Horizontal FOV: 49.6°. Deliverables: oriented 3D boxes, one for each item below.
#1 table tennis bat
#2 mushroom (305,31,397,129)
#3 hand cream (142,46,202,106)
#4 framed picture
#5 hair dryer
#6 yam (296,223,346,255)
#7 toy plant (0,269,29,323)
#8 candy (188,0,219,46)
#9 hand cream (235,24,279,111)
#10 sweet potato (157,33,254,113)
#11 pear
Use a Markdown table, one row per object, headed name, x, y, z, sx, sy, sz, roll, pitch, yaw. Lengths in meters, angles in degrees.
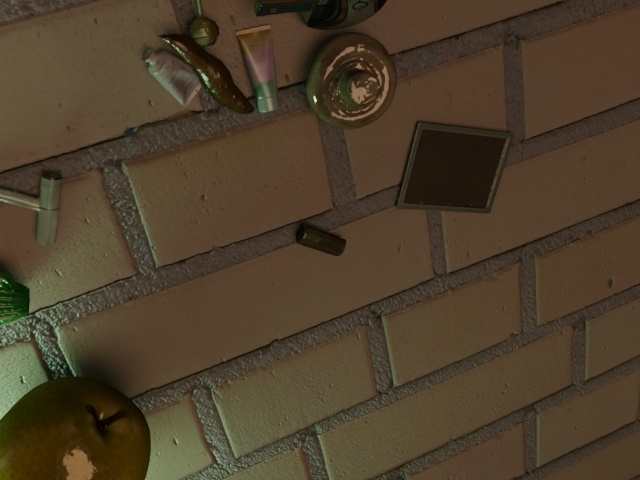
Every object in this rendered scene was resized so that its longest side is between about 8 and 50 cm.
| name | x | y | z | sx | sy | sz | roll | pitch | yaw |
| --- | --- | --- | --- | --- | --- | --- | --- | --- | --- |
| table tennis bat | 0.009 | -0.485 | 1.404 | 0.301 | 0.022 | 0.173 | -13 | 162 | -25 |
| mushroom | 0.080 | -0.342 | 1.482 | 0.207 | 0.209 | 0.206 | -3 | 94 | -38 |
| hand cream | -0.299 | -0.339 | 1.401 | 0.084 | 0.053 | 0.142 | -50 | 140 | 7 |
| framed picture | 0.346 | -0.183 | 1.785 | 0.297 | 0.019 | 0.232 | 3 | 114 | -25 |
| hair dryer | -0.625 | -0.071 | 1.399 | 0.183 | 0.044 | 0.154 | 5 | 113 | -21 |
| yam | 0.000 | 0.000 | 1.706 | 0.132 | 0.054 | 0.054 | 19 | 107 | -32 |
| toy plant | -0.726 | 0.135 | 1.431 | 0.241 | 0.088 | 0.154 | -18 | 137 | -7 |
| candy | -0.239 | -0.482 | 1.353 | 0.061 | 0.061 | 0.202 | -13 | 112 | -18 |
| hand cream | -0.126 | -0.362 | 1.467 | 0.076 | 0.047 | 0.174 | -16 | 113 | -15 |
| sweet potato | -0.222 | -0.339 | 1.409 | 0.067 | 0.067 | 0.274 | -46 | 135 | 3 |
| pear | -0.563 | 0.489 | 1.534 | 0.363 | 0.362 | 0.418 | 17 | 135 | -30 |
